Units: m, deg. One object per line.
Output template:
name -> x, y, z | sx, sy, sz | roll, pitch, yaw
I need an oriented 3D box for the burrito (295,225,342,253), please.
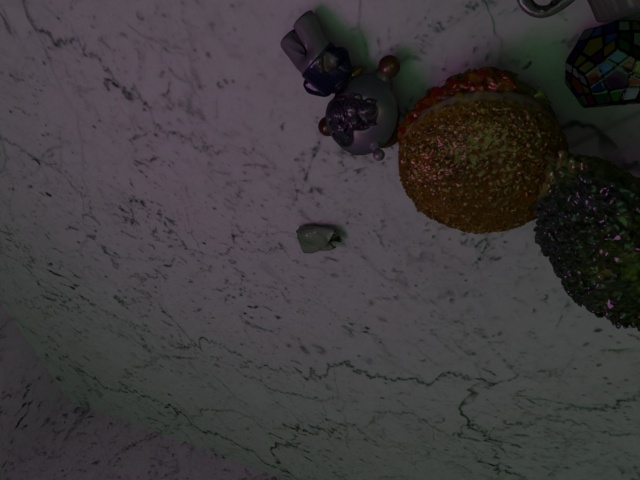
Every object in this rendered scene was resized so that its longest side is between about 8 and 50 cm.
burrito -> -0.001, -0.003, 1.183 | 0.118, 0.044, 0.074 | -1, 124, 31

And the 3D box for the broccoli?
broccoli -> 0.472, -0.066, 0.673 | 0.275, 0.353, 0.396 | 43, 129, 37

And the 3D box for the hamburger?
hamburger -> 0.267, -0.140, 0.833 | 0.276, 0.179, 0.294 | -24, 114, 38

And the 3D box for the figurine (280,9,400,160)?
figurine -> 0.045, -0.277, 0.871 | 0.194, 0.133, 0.274 | -10, 112, 33

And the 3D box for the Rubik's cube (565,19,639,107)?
Rubik's cube -> 0.423, -0.251, 0.705 | 0.133, 0.133, 0.111 | 1, 102, 27

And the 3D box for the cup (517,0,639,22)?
cup -> 0.340, -0.394, 0.581 | 0.258, 0.186, 0.234 | -24, 106, 43
